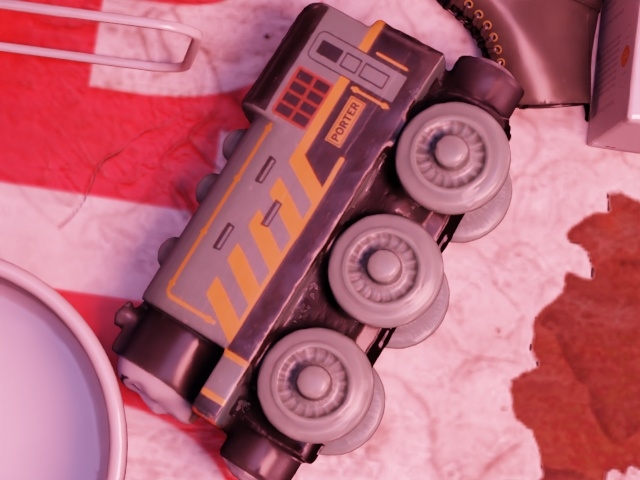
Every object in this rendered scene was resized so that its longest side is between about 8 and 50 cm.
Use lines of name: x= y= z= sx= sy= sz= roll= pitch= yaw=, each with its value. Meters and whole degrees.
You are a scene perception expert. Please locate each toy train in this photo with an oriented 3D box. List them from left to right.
toy train: x=0.000 y=0.000 z=1.306 sx=0.190 sy=0.142 sz=0.334 roll=30 pitch=85 yaw=12

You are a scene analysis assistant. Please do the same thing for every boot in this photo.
boot: x=0.107 y=-0.158 z=1.356 sx=0.198 sy=0.077 sz=0.137 roll=3 pitch=89 yaw=-3

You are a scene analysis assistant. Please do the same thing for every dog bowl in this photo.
dog bowl: x=-0.261 y=0.138 z=1.281 sx=0.265 sy=0.104 sz=0.265 roll=0 pitch=85 yaw=-4

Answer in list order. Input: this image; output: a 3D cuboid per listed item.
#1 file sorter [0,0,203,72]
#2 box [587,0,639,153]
file sorter: x=-0.150 y=-0.261 z=1.285 sx=0.173 sy=0.193 sz=0.277 roll=8 pitch=86 yaw=-7
box: x=0.251 y=-0.150 z=1.334 sx=0.091 sy=0.130 sz=0.170 roll=7 pitch=84 yaw=-4
